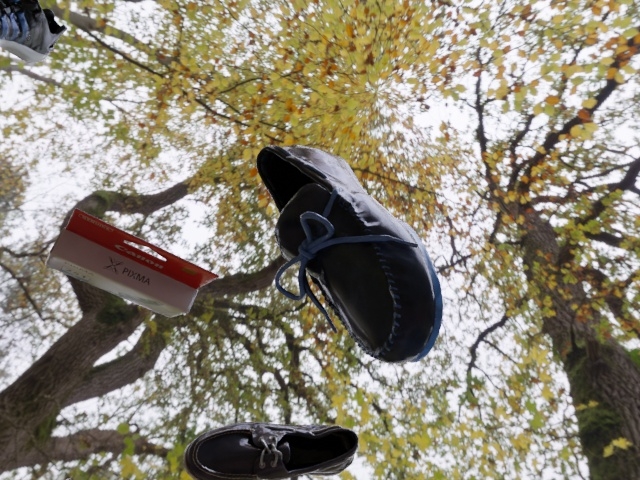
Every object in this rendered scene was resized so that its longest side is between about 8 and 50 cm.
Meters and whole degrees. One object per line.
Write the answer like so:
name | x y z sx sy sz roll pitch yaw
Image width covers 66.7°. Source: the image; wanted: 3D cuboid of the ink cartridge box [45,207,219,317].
ink cartridge box | -0.392 0.063 0.997 0.296 0.066 0.261 29 -28 -24

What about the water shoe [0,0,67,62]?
water shoe | -0.391 -0.283 0.594 0.080 0.203 0.073 -43 -83 4

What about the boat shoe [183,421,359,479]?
boat shoe | -0.051 0.240 0.567 0.205 0.075 0.065 8 -40 -20

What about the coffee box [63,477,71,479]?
coffee box | -0.371 0.378 0.503 0.168 0.297 0.119 -20 -96 -14

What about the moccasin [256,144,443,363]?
moccasin | 0.000 0.000 0.518 0.116 0.342 0.138 12 -66 -28
